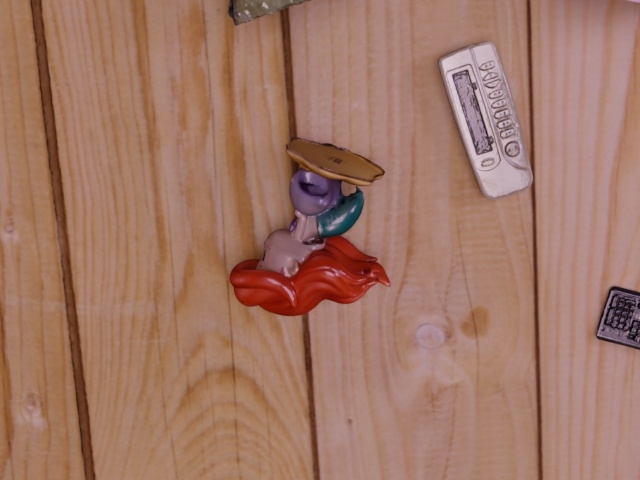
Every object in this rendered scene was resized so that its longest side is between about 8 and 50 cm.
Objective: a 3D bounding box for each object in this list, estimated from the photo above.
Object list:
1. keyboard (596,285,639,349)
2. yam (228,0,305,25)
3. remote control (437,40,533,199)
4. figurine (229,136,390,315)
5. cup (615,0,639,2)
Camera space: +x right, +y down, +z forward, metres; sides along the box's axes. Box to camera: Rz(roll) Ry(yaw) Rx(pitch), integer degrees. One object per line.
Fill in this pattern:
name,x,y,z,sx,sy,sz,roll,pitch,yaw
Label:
keyboard,0.548,0.142,1.636,0.230,0.025,0.093,14,99,-2
yam,-0.044,-0.456,1.433,0.202,0.201,0.271,-8,106,23
remote control,0.247,-0.176,1.560,0.090,0.049,0.230,-18,101,5
figurine,-0.004,0.001,1.542,0.208,0.181,0.257,8,111,-30
cup,0.448,-0.460,1.417,0.253,0.253,0.274,10,110,-1
